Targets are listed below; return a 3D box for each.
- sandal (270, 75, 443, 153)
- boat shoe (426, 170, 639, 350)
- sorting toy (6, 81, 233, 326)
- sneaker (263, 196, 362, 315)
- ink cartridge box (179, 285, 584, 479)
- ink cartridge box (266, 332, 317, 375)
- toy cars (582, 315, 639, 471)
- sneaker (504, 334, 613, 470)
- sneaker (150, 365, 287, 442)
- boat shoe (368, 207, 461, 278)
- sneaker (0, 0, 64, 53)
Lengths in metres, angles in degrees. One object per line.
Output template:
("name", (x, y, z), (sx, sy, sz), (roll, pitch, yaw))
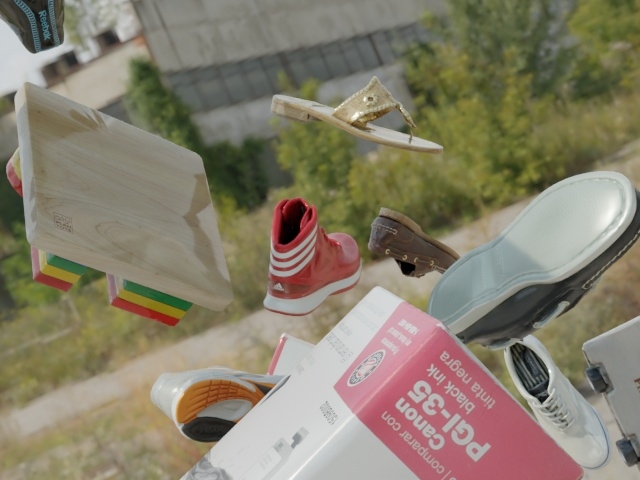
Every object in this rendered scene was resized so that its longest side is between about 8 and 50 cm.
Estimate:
("sandal", (0.051, -0.179, 1.655), (0.240, 0.079, 0.088), (16, 14, 17))
("boat shoe", (0.235, 0.027, 1.307), (0.091, 0.114, 0.302), (24, -33, -25))
("sorting toy", (-0.249, -0.032, 1.487), (0.257, 0.255, 0.089), (22, -55, -35))
("sneaker", (0.000, 0.000, 1.564), (0.087, 0.128, 0.221), (10, 22, 15))
("ink cartridge box", (-0.012, 0.172, 0.725), (0.283, 0.117, 0.207), (-45, 8, -3))
("ink cartridge box", (0.036, 0.329, 1.995), (0.160, 0.279, 0.385), (17, -6, 27))
("toy cars", (0.477, 0.231, 1.513), (0.087, 0.394, 0.176), (33, -98, -88))
("sneaker", (0.376, 0.266, 2.056), (0.094, 0.258, 0.091), (-42, -19, 17))
("sneaker", (-0.088, 0.194, 1.560), (0.262, 0.099, 0.121), (14, 3, -38))
("boat shoe", (0.137, 0.019, 1.894), (0.073, 0.073, 0.207), (12, -12, 43))
("sneaker", (-0.429, -0.366, 1.725), (0.125, 0.139, 0.341), (-18, 35, -12))
